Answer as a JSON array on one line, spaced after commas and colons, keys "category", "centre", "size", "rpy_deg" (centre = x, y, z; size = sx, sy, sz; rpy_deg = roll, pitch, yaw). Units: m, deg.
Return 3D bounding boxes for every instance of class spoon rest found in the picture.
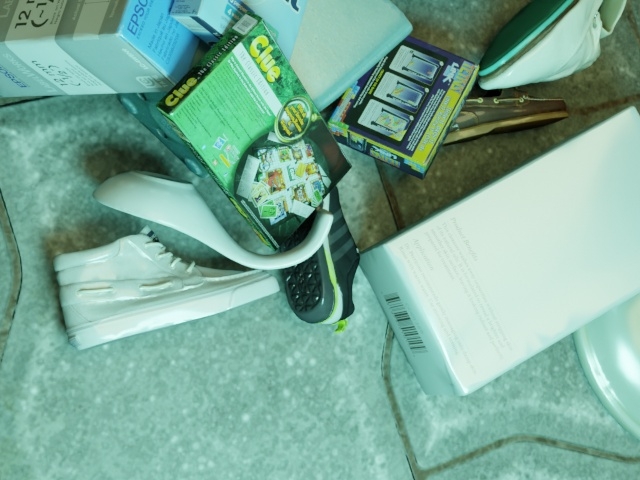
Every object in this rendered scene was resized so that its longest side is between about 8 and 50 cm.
[{"category": "spoon rest", "centre": [-0.128, -0.022, 1.344], "size": [0.276, 0.137, 0.084], "rpy_deg": [11, 96, -8]}]

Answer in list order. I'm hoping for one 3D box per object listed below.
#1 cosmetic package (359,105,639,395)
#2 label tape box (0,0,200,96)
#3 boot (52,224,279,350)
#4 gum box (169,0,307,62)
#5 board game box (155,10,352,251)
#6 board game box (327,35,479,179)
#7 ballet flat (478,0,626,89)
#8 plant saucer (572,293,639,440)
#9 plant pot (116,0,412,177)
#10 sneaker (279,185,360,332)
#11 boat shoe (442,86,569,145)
[{"category": "cosmetic package", "centre": [0.267, 0.014, 1.464], "size": [0.385, 0.156, 0.217], "rpy_deg": [-27, 90, -14]}, {"category": "label tape box", "centre": [-0.267, -0.289, 1.244], "size": [0.115, 0.348, 0.249], "rpy_deg": [40, 61, -51]}, {"category": "boot", "centre": [-0.178, 0.038, 1.344], "size": [0.258, 0.095, 0.123], "rpy_deg": [-13, 85, -27]}, {"category": "gum box", "centre": [-0.068, -0.278, 1.184], "size": [0.157, 0.041, 0.184], "rpy_deg": [30, 73, -54]}, {"category": "board game box", "centre": [-0.061, -0.106, 1.213], "size": [0.136, 0.030, 0.259], "rpy_deg": [-45, 142, -9]}, {"category": "board game box", "centre": [0.108, -0.182, 1.511], "size": [0.141, 0.048, 0.170], "rpy_deg": [26, 68, 10]}, {"category": "ballet flat", "centre": [0.356, -0.316, 1.620], "size": [0.139, 0.139, 0.400], "rpy_deg": [41, 57, -10]}, {"category": "plant saucer", "centre": [0.544, 0.106, 1.629], "size": [0.400, 0.100, 0.400], "rpy_deg": [5, 76, -21]}, {"category": "plant pot", "centre": [-0.095, -0.217, 1.356], "size": [0.248, 0.247, 0.252], "rpy_deg": [44, 68, -8]}, {"category": "sneaker", "centre": [0.000, 0.000, 1.452], "size": [0.097, 0.084, 0.234], "rpy_deg": [14, 69, -50]}, {"category": "boat shoe", "centre": [0.247, -0.181, 1.582], "size": [0.207, 0.073, 0.073], "rpy_deg": [-11, 84, -25]}]
